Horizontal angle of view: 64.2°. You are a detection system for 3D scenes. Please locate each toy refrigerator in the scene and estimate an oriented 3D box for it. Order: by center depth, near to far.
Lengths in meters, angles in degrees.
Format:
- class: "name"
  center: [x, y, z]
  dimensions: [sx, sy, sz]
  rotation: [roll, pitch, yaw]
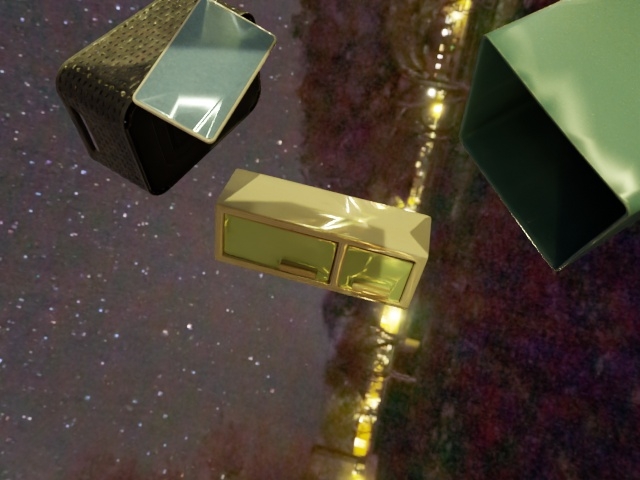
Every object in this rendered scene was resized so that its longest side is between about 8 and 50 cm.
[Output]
- class: "toy refrigerator"
  center: [0.000, 0.000, 0.677]
  dimensions: [0.094, 0.270, 0.102]
  rotation: [-73, -4, -48]

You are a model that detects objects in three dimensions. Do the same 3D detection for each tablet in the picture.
- class: "tablet"
  center: [-0.068, -0.104, 0.307]
  dimensions: [0.083, 0.054, 0.006]
  rotation: [-62, 3, -14]

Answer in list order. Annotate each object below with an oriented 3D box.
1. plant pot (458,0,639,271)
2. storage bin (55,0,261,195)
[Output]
- class: "plant pot"
  center: [0.270, -0.116, 0.425]
  dimensions: [0.165, 0.234, 0.165]
  rotation: [61, 178, 19]
- class: "storage bin"
  center: [-0.147, -0.149, 0.506]
  dimensions: [0.180, 0.084, 0.122]
  rotation: [-51, -19, -28]
